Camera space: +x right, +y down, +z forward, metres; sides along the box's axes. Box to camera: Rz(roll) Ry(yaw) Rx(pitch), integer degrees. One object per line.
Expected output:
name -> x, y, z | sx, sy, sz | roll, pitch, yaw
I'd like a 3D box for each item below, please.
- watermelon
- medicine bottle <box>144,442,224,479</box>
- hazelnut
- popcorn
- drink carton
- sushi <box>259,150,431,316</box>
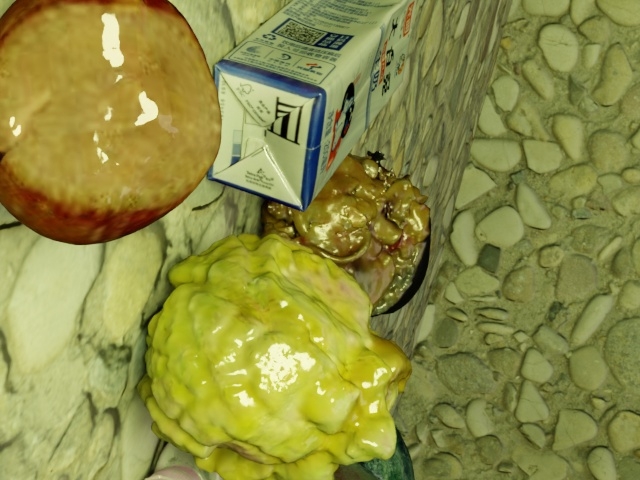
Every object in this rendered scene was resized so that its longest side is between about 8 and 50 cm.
watermelon -> 0.026, 0.328, 1.476 | 0.226, 0.318, 0.148 | -30, -157, 39
medicine bottle -> -0.125, 0.245, 1.066 | 0.219, 0.078, 0.115 | -34, 142, -68
hazelnut -> -0.127, -0.074, 0.546 | 0.143, 0.143, 0.154 | -16, 107, -74
popcorn -> -0.049, 0.119, 0.886 | 0.212, 0.259, 0.259 | -43, 180, 27
drink carton -> 0.005, -0.167, 0.974 | 0.315, 0.107, 0.130 | -54, 159, -51
sushi -> 0.021, -0.003, 1.114 | 0.204, 0.213, 0.200 | 98, -12, -89
